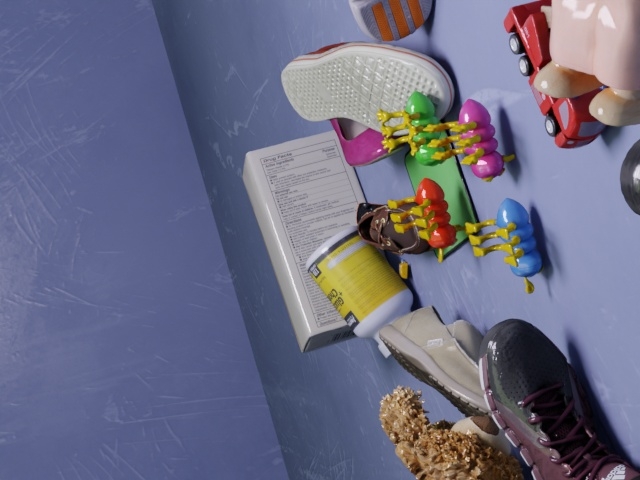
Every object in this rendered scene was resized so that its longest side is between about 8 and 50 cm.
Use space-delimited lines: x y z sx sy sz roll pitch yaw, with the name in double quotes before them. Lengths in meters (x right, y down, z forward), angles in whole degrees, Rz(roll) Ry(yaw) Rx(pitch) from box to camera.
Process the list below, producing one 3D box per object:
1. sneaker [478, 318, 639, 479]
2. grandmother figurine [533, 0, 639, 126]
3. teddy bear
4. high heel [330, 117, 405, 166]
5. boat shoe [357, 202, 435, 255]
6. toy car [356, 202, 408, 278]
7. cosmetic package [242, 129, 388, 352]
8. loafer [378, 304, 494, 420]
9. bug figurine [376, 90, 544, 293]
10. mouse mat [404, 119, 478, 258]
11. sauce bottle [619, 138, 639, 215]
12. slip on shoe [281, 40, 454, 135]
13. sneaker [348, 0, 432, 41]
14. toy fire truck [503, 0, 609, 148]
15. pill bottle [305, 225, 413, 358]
"sneaker" 0.268 0.205 1.278 0.281 0.106 0.162 65 161 -2
"grandmother figurine" 0.217 -0.264 0.937 0.208 0.104 0.342 28 136 34
"teddy bear" 0.181 0.273 1.532 0.245 0.113 0.338 47 178 32
"high heel" 0.052 -0.174 1.731 0.244 0.082 0.117 -106 -6 -75
"boat shoe" 0.102 -0.013 1.706 0.207 0.073 0.073 173 84 -79
"toy car" 0.087 -0.001 1.835 0.040 0.060 0.122 -119 16 -81
"cosmetic package" 0.000 0.000 1.974 0.113 0.160 0.309 110 143 -69
"loafer" 0.176 0.152 1.575 0.268 0.092 0.102 35 169 47
"bug figurine" 0.159 -0.059 1.421 0.279 0.072 0.216 23 134 65
"mouse mat" 0.152 -0.062 1.611 0.190 0.007 0.153 132 121 -73
"sauce bottle" 0.308 -0.020 0.807 0.344 0.111 0.111 -143 39 -72
"slip on shoe" 0.067 -0.205 1.596 0.331 0.101 0.123 12 131 61
"sneaker" 0.026 -0.383 1.421 0.321 0.124 0.180 73 174 -50
"toy fire truck" 0.214 -0.190 1.118 0.135 0.047 0.192 115 137 -68
"pill bottle" 0.069 0.077 1.842 0.184 0.103 0.103 52 162 11
